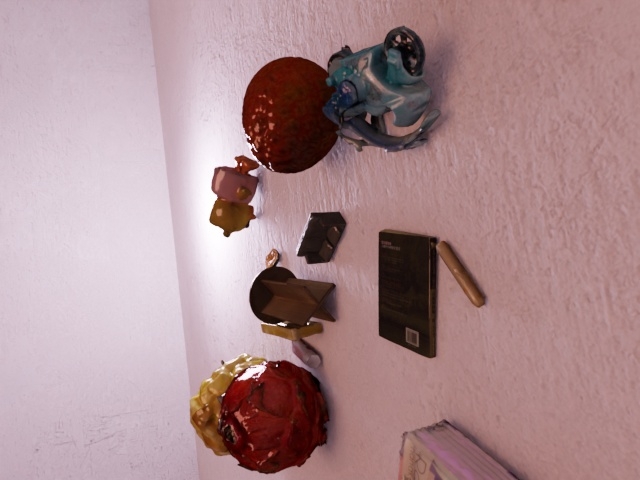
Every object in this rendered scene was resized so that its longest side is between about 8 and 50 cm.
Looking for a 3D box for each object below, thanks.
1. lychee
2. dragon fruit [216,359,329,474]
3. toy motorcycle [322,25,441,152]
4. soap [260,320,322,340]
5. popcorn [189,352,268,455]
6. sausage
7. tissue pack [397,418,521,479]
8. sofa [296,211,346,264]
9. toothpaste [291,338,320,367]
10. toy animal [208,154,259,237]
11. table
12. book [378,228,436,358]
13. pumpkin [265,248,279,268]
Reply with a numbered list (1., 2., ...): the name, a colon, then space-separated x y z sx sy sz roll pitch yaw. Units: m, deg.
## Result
1. lychee: -0.064 -0.291 1.081 0.300 0.255 0.255 -75 6 -47
2. dragon fruit: -0.126 0.481 1.292 0.295 0.301 0.296 3 94 41
3. toy motorcycle: 0.109 -0.265 0.857 0.260 0.154 0.206 15 131 57
4. soap: -0.088 0.253 1.360 0.252 0.092 0.037 -11 89 62
5. popcorn: -0.251 0.565 1.549 0.381 0.349 0.349 44 139 14
6. sausage: 0.233 0.055 0.785 0.132 0.024 0.024 65 146 35
7. tissue pack: 0.252 0.471 0.713 0.343 0.125 0.243 -153 61 -61
8. sofa: 0.000 0.000 1.156 0.060 0.085 0.147 67 147 36
9. toothpaste: -0.054 0.324 1.368 0.194 0.042 0.067 -167 71 -67
10. toy animal: -0.298 -0.143 1.612 0.195 0.168 0.282 -140 52 -57
11. table: -0.065 0.158 1.252 0.226 0.167 0.167 1 96 54
12. book: 0.167 0.098 0.919 0.160 0.024 0.229 13 106 60
13. pumpkin: -0.150 0.061 1.513 0.083 0.028 0.050 -52 48 42
